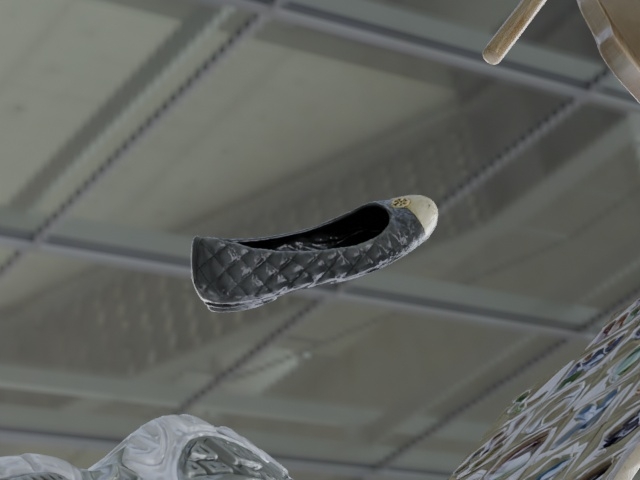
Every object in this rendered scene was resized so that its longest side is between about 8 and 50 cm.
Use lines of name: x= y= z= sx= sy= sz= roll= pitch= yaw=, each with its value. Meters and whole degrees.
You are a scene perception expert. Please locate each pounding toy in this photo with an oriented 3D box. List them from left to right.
pounding toy: x=0.214 y=-0.116 z=1.314 sx=0.155 sy=0.154 sz=0.269 roll=-40 pitch=-154 yaw=17

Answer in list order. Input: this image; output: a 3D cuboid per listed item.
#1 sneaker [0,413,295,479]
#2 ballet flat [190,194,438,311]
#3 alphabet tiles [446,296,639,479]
sneaker: x=-0.080 y=0.135 z=0.749 sx=0.090 sy=0.232 sz=0.115 roll=47 pitch=-66 yaw=29
ballet flat: x=0.000 y=0.000 z=1.242 sx=0.057 sy=0.173 sz=0.049 roll=23 pitch=-53 yaw=57
alphabet tiles: x=0.155 y=0.084 z=1.062 sx=0.011 sy=0.342 sz=0.285 roll=51 pitch=-50 yaw=-2
